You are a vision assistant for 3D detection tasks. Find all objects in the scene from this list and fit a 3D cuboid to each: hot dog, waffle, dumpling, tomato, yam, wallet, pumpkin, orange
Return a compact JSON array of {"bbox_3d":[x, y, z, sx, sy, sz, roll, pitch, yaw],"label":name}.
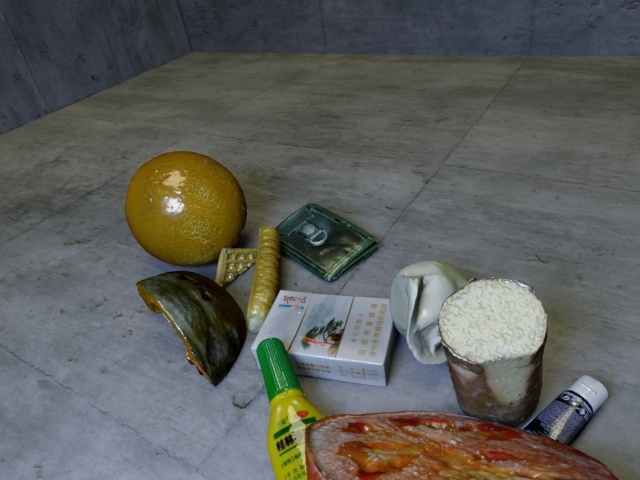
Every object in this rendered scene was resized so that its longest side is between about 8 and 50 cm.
[{"bbox_3d":[-0.115,0.070,1.011,0.061,0.088,0.286,-1,43,-1],"label":"hot dog"},{"bbox_3d":[-0.174,0.060,1.103,0.023,0.098,0.152,16,10,34],"label":"waffle"},{"bbox_3d":[0.190,0.113,0.810,0.132,0.163,0.250,-12,-4,30],"label":"dumpling"},{"bbox_3d":[0.135,0.293,0.532,0.338,0.144,0.338,5,-4,0],"label":"tomato"},{"bbox_3d":[0.238,0.166,0.669,0.129,0.238,0.128,10,53,28],"label":"yam"},{"bbox_3d":[-0.001,-0.002,1.118,0.160,0.055,0.236,-37,43,-23],"label":"wallet"},{"bbox_3d":[-0.246,0.109,0.917,0.148,0.169,0.312,-35,42,-28],"label":"pumpkin"},{"bbox_3d":[-0.302,-0.070,1.106,0.274,0.274,0.274,-7,35,5],"label":"orange"}]

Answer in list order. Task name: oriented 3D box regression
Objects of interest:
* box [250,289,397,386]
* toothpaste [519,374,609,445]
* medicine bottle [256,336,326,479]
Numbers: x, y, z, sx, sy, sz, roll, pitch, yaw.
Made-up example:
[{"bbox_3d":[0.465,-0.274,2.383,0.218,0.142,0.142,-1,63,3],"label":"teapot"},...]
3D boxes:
[{"bbox_3d":[0.013,0.167,0.859,0.233,0.067,0.149,2,36,18],"label":"box"},{"bbox_3d":[0.320,0.262,0.673,0.193,0.045,0.071,-34,33,-20],"label":"toothpaste"},{"bbox_3d":[-0.041,0.258,0.707,0.094,0.064,0.261,-22,48,-5],"label":"medicine bottle"}]
